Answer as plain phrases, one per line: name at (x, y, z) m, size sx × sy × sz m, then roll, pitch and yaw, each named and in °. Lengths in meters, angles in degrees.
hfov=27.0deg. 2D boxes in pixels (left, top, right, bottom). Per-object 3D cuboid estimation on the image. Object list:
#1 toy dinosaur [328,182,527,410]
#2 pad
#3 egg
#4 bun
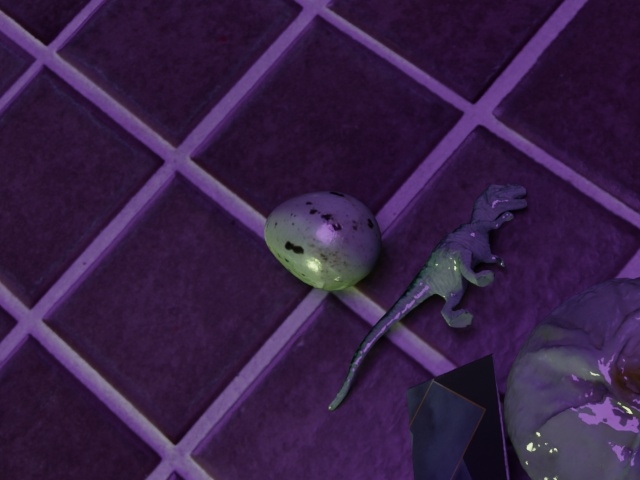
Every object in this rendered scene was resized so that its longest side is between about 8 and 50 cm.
toy dinosaur at (0.153, 0.073, 1.675) m, size 0.383 × 0.076 × 0.129 m, roll -46°, pitch 31°, yaw -13°
pad at (0.164, 0.270, 1.583) m, size 0.163 × 0.004 × 0.243 m, roll -31°, pitch 54°, yaw 46°
egg at (0.000, 0.000, 1.732) m, size 0.164 × 0.131 × 0.131 m, roll 5°, pitch 69°, yaw 32°
bun at (0.380, 0.186, 1.495) m, size 0.361 × 0.211 × 0.362 m, roll -8°, pitch 62°, yaw 16°
